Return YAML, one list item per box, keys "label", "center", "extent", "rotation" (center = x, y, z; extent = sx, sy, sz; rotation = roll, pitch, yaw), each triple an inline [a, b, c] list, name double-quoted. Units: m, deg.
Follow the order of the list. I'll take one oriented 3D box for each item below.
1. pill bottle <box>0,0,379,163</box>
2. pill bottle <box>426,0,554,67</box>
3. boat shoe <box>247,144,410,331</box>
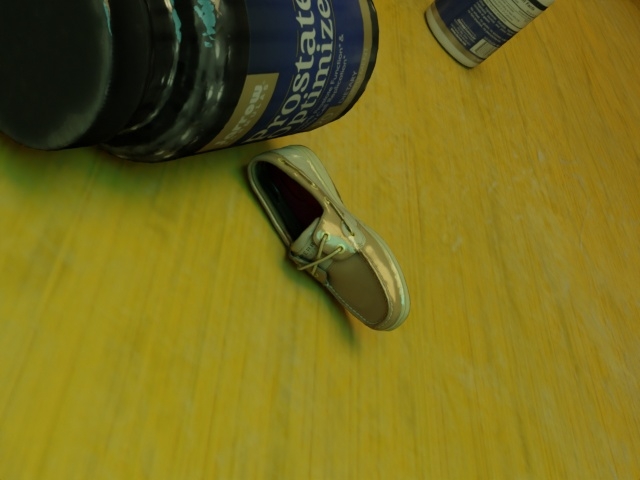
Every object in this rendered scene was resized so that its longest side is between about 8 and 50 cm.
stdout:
- label: "pill bottle"
  center: [-0.067, -0.107, 0.412]
  extent: [0.123, 0.123, 0.219]
  rotation: [56, 33, 6]
- label: "pill bottle"
  center: [0.212, -0.288, 0.895]
  extent: [0.094, 0.169, 0.094]
  rotation: [32, 37, -28]
- label: "boat shoe"
  center: [0.000, 0.000, 0.464]
  extent: [0.045, 0.050, 0.135]
  rotation: [-10, 56, -51]
